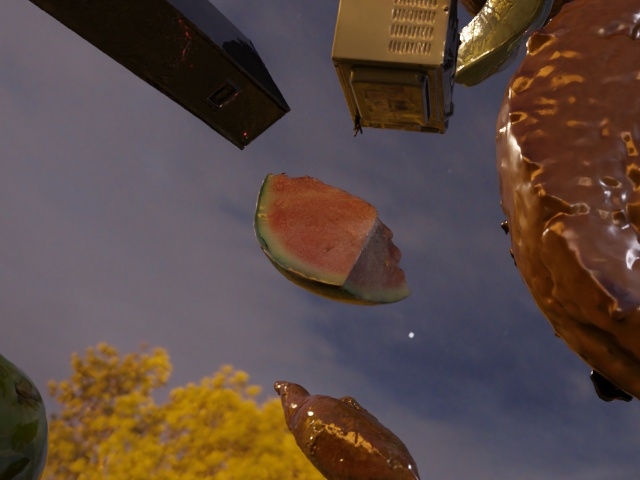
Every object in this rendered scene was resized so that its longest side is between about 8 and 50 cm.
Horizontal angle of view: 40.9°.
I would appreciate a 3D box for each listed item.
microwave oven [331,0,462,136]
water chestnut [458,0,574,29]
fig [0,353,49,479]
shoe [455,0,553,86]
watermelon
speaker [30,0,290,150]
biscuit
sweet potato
[{"bbox_3d":[0.106,-0.246,1.100,0.145,0.193,0.240,3,-12,9],"label":"microwave oven"},{"bbox_3d":[0.377,-0.530,1.595,0.335,0.335,0.347,45,-19,-22],"label":"water chestnut"},{"bbox_3d":[-0.309,0.170,0.537,0.206,0.275,0.206,19,-34,13],"label":"fig"},{"bbox_3d":[0.289,-0.320,1.324,0.100,0.103,0.251,2,-20,-27],"label":"shoe"},{"bbox_3d":[-0.011,0.020,1.076,0.231,0.146,0.128,26,-55,26],"label":"watermelon"},{"bbox_3d":[-0.101,-0.131,0.470,0.218,0.044,0.082,33,24,-56],"label":"speaker"},{"bbox_3d":[0.233,-0.034,0.476,0.296,0.296,0.075,30,-26,5],"label":"biscuit"},{"bbox_3d":[0.003,0.159,0.729,0.226,0.068,0.068,22,-26,54],"label":"sweet potato"}]
